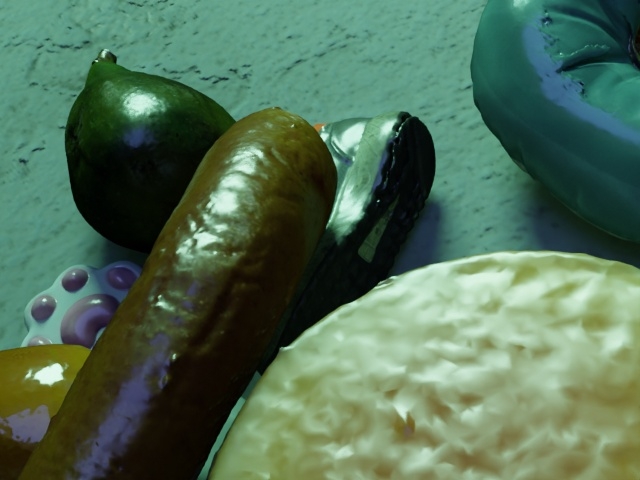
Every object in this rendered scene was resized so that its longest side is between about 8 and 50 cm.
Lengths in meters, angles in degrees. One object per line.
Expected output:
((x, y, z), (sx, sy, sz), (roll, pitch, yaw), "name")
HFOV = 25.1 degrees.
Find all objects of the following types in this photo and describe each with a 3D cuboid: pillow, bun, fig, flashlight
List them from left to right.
((-0.114, -0.061, 0.894), (0.117, 0.117, 0.177), (-32, 40, -12), "fig")
((-0.095, 0.083, 0.821), (0.093, 0.047, 0.200), (-42, 59, -15), "flashlight")
((0.097, 0.149, 0.669), (0.298, 0.165, 0.299), (-8, 48, 9), "bun")
((0.206, -0.106, 0.850), (0.233, 0.086, 0.214), (35, 84, 24), "pillow")

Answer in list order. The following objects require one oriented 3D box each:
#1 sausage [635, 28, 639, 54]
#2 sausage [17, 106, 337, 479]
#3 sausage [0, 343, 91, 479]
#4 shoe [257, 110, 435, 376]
((0.199, -0.130, 0.920), (0.129, 0.034, 0.034), (21, 62, 22), "sausage")
((-0.065, 0.042, 0.720), (0.076, 0.103, 0.302), (34, 57, -9), "sausage")
((-0.224, 0.118, 0.785), (0.238, 0.098, 0.098), (-13, 54, 12), "sausage")
((-0.001, 0.001, 0.852), (0.077, 0.074, 0.194), (10, 56, 31), "shoe")
